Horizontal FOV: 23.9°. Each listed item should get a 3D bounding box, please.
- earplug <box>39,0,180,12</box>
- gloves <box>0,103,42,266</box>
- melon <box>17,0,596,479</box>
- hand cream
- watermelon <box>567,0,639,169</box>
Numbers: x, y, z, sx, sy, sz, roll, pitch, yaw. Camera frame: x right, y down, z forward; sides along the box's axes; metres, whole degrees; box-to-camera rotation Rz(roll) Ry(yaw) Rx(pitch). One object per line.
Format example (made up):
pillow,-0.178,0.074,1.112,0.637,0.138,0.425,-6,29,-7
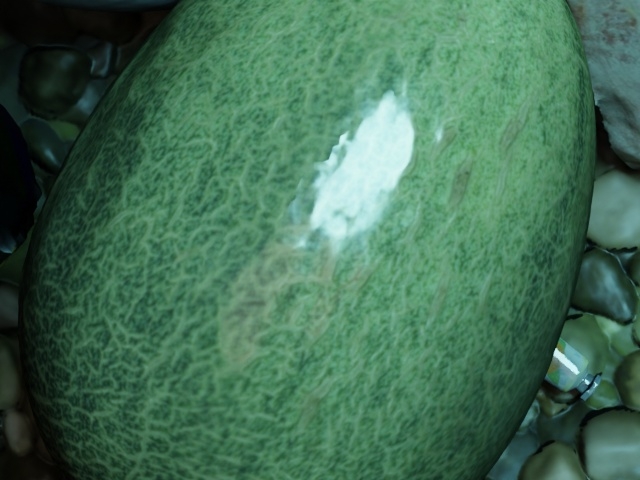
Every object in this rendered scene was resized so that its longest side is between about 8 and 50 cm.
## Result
earplug,-0.172,-0.175,0.730,0.325,0.214,0.175,-16,115,-5
gloves,-0.284,0.056,0.752,0.356,0.155,0.203,-32,47,17
melon,0.000,0.000,0.701,0.248,0.248,0.329,28,87,2
hand cream,0.105,0.050,0.812,0.102,0.022,0.035,37,98,6
watermelon,0.188,-0.193,0.702,0.292,0.283,0.250,-38,101,25
